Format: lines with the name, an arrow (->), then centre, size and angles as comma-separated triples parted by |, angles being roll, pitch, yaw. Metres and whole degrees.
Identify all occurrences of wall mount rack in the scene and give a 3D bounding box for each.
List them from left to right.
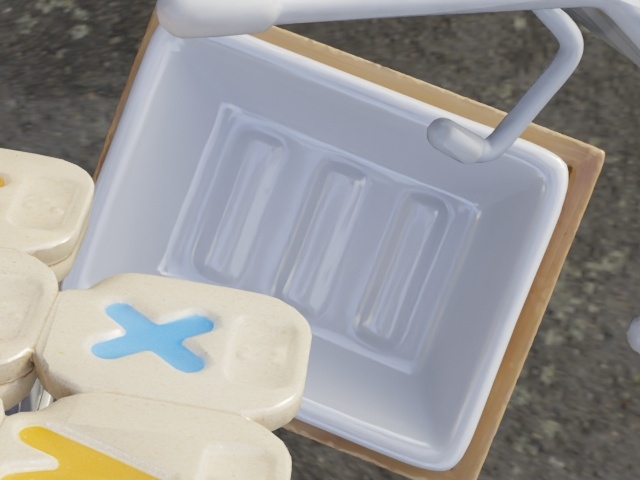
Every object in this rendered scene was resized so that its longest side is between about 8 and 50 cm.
wall mount rack -> 0.051, -0.092, 0.643 | 0.130, 0.350, 0.304 | -48, 126, 8

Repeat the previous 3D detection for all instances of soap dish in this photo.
soap dish -> 0.000, 0.000, 0.978 | 0.290, 0.118, 0.229 | 21, 95, 7

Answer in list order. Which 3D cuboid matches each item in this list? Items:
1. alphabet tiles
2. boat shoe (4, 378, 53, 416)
alphabet tiles -> -0.144, 0.044, 0.363 | 0.277, 0.284, 0.021 | 9, 121, -1
boat shoe -> -0.243, 0.118, 1.237 | 0.064, 0.075, 0.206 | 10, 78, -6
